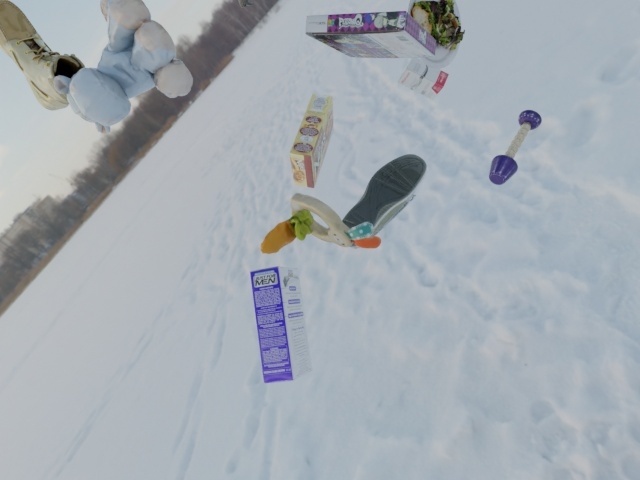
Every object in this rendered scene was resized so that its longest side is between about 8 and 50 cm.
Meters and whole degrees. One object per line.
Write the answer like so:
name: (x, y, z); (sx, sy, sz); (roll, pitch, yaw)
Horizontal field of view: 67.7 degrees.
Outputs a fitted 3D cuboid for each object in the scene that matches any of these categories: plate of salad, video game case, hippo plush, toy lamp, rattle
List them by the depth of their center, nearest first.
rattle: (0.000, 0.000, 0.958); (0.143, 0.199, 0.130); (-44, -21, -36)
video game case: (0.114, -0.427, 1.005); (0.210, 0.042, 0.232); (10, 12, 26)
hippo plush: (-0.448, -0.371, 1.014); (0.236, 0.234, 0.294); (-39, 36, -14)
plate of salad: (0.282, -0.515, 1.137); (0.048, 0.200, 0.200); (9, 59, 52)
toy lamp: (0.579, -0.276, 1.424); (0.275, 0.080, 0.080); (-54, 22, -22)

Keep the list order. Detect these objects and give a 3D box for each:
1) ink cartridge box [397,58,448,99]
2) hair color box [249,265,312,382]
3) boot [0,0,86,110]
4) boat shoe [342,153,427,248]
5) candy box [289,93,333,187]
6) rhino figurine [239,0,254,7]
ink cartridge box: (0.375, -0.595, 1.753); (0.063, 0.150, 0.109); (-65, 5, -12)
hair color box: (-0.122, 0.258, 1.502); (0.110, 0.339, 0.185); (-9, -8, 15)
boot: (-0.639, -0.426, 1.093); (0.203, 0.262, 0.095); (13, 42, 41)
boat shoe: (0.179, -0.107, 1.357); (0.320, 0.118, 0.103); (-51, -20, 4)
candy box: (-0.027, -0.381, 1.818); (0.183, 0.087, 0.317); (84, -159, -57)
rhino figurine: (-0.273, -0.811, 1.462); (0.073, 0.243, 0.106); (25, 86, 34)
